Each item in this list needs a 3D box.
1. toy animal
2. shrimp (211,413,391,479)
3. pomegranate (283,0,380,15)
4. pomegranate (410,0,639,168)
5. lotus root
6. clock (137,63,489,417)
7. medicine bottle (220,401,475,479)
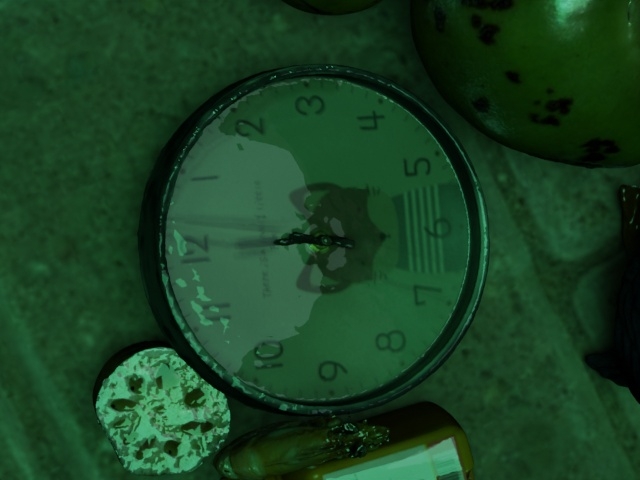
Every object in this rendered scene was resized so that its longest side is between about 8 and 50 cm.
[{"bbox_3d":[0.331,0.025,1.269,0.122,0.185,0.298,12,113,-13],"label":"toy animal"},{"bbox_3d":[-0.019,0.174,1.205,0.184,0.091,0.043,-12,102,39],"label":"shrimp"},{"bbox_3d":[0.027,-0.296,1.201,0.210,0.179,0.179,-32,98,-4],"label":"pomegranate"},{"bbox_3d":[0.235,-0.177,1.172,0.290,0.323,0.291,-18,130,-22],"label":"pomegranate"},{"bbox_3d":[-0.146,0.151,1.271,0.112,0.081,0.122,-27,98,-6],"label":"lotus root"},{"bbox_3d":[0.000,0.000,1.249,0.325,0.067,0.325,0,89,-17],"label":"clock"},{"bbox_3d":[0.028,0.235,1.265,0.222,0.149,0.112,-16,95,-5],"label":"medicine bottle"}]
